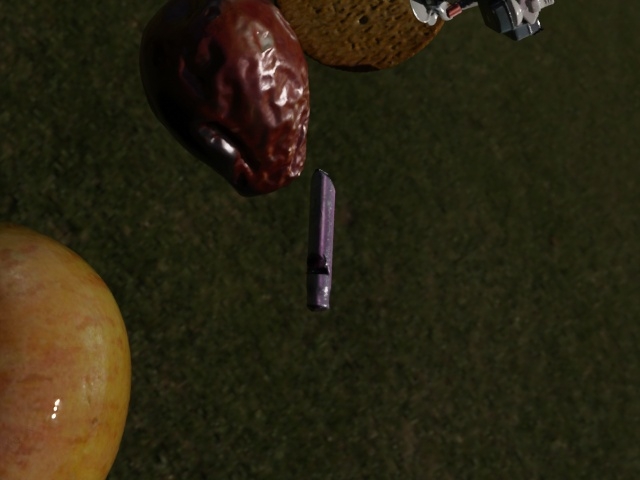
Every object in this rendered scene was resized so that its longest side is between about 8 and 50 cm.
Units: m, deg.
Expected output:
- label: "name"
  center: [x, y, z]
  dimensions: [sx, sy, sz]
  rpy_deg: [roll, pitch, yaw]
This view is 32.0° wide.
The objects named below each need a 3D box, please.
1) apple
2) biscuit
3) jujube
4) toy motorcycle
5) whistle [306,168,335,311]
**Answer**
- label: "apple"
  center: [-0.394, 0.159, 1.206]
  dimensions: [0.400, 0.400, 0.333]
  rpy_deg: [58, 7, 9]
- label: "biscuit"
  center: [0.069, -0.413, 1.798]
  dimensions: [0.305, 0.305, 0.038]
  rpy_deg: [38, 24, -23]
- label: "jujube"
  center: [-0.089, -0.149, 1.160]
  dimensions: [0.168, 0.168, 0.236]
  rpy_deg: [-78, 151, -51]
- label: "toy motorcycle"
  center: [0.195, -0.312, 1.386]
  dimensions: [0.221, 0.150, 0.102]
  rpy_deg: [50, -13, 55]
- label: "whistle"
  center: [0.000, 0.000, 1.369]
  dimensions: [0.033, 0.033, 0.177]
  rpy_deg: [16, 71, -45]
